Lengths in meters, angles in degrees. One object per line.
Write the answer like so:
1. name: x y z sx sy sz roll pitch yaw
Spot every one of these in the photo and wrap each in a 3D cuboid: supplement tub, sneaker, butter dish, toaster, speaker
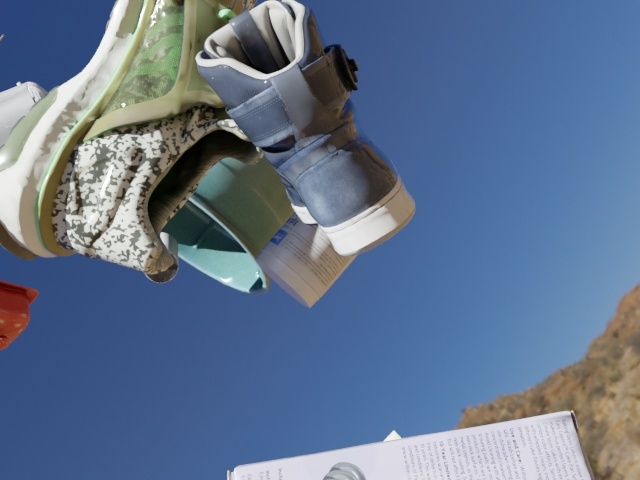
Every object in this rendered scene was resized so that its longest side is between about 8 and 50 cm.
1. supplement tub: 0.000 0.000 0.775 0.107 0.071 0.071 -48 -26 -10
2. sneaker: -0.112 -0.132 0.778 0.410 0.182 0.158 -61 -16 -17
3. butter dish: -0.656 0.168 1.703 0.160 0.118 0.160 -44 -33 14
4. toaster: -0.542 -0.184 1.582 0.146 0.227 0.129 -29 -11 -1
5. speaker: -0.257 0.026 1.374 0.055 0.055 0.136 -60 15 5
6. sneaker: -0.015 -0.088 0.607 0.086 0.163 0.226 -36 13 -2

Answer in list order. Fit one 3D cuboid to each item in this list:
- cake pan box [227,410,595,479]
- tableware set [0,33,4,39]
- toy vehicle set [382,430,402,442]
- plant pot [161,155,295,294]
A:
1. cake pan box: 0.077 0.257 0.536 0.245 0.267 0.070 -13 -34 3
2. tableware set: -0.532 -0.294 1.349 0.154 0.024 0.104 142 145 -70
3. toy vehicle set: 0.201 0.395 1.196 0.035 0.267 0.166 -44 -51 -5
4. plant pot: -0.135 -0.138 1.482 0.334 0.341 0.341 -54 -25 -21
